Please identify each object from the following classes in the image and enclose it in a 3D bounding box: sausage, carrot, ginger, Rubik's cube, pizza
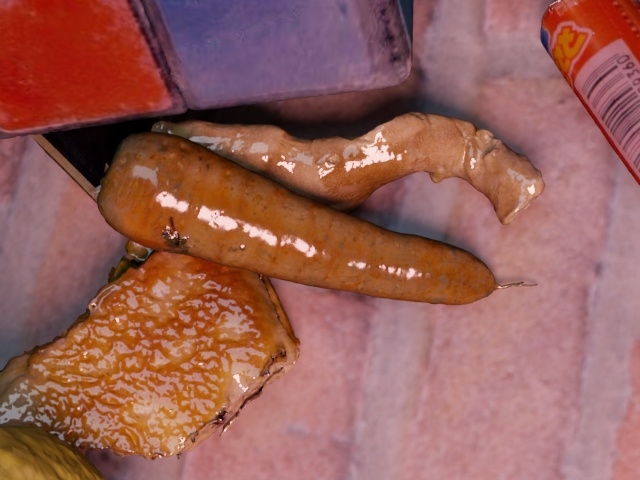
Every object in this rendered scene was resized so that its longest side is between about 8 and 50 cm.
[{"bbox_3d":[0.242,-0.053,1.097,0.074,0.074,0.274,-30,64,-1],"label":"sausage"},{"bbox_3d":[0.000,0.000,1.104,0.298,0.078,0.078,16,70,-6],"label":"carrot"},{"bbox_3d":[0.008,-0.048,1.148,0.288,0.089,0.075,3,41,4],"label":"ginger"},{"bbox_3d":[-0.112,-0.291,1.110,0.313,0.318,0.316,-6,48,12],"label":"Rubik's cube"},{"bbox_3d":[-0.117,0.086,1.125,0.147,0.069,0.226,40,73,16],"label":"pizza"}]

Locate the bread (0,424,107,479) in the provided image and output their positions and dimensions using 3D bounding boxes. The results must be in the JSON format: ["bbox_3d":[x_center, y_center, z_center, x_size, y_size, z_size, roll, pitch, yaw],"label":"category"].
[{"bbox_3d":[-0.227,0.295,0.926,0.308,0.348,0.348,-19,64,16],"label":"bread"}]

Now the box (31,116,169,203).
[{"bbox_3d":[-0.154,-0.076,1.218,0.083,0.035,0.079,-45,65,-7],"label":"box"}]
